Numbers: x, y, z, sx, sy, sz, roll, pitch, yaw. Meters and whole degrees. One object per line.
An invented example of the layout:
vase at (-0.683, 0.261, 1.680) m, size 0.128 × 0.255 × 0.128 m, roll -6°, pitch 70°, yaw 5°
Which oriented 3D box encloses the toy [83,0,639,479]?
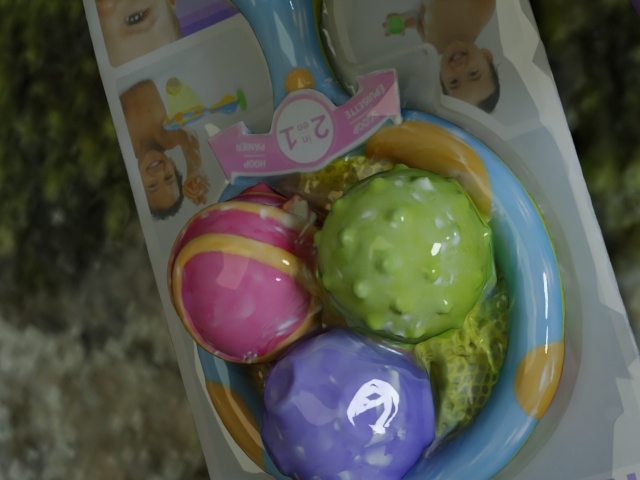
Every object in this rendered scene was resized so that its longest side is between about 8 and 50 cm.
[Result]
toy at (0.000, 0.000, 0.505) m, size 0.137 × 0.056 × 0.237 m, roll -20°, pitch 77°, yaw 30°

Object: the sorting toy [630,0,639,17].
sorting toy at (0.181, -0.171, 0.337) m, size 0.365 × 0.127 × 0.126 m, roll -58°, pitch 21°, yaw 15°
